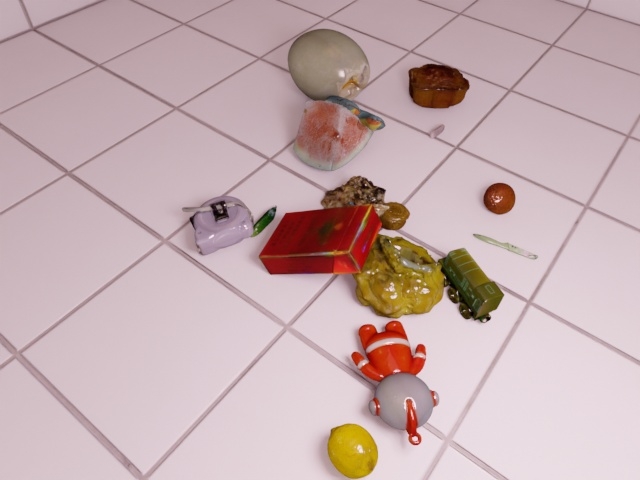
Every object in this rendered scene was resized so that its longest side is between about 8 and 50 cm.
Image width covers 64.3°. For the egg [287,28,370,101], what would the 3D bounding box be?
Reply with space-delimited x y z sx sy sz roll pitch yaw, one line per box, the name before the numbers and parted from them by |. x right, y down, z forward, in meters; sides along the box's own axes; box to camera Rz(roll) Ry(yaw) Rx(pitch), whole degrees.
egg | 0.021 -0.698 2.031 0.278 0.278 0.336 -35 64 -28

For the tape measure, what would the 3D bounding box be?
tape measure | -0.312 -0.061 1.577 0.196 0.105 0.178 -25 51 -12

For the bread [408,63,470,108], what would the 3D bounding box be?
bread | 0.481 -0.642 2.092 0.246 0.135 0.232 1 49 -1

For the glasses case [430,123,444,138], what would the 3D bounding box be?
glasses case | 0.452 -0.422 1.970 0.083 0.032 0.021 -37 61 -28

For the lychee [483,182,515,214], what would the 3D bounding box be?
lychee | 0.598 -0.146 1.692 0.140 0.101 0.114 -28 60 -28

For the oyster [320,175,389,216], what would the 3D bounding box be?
oyster | 0.107 -0.133 1.661 0.222 0.083 0.214 -16 41 9

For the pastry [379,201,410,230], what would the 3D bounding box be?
pastry | 0.235 -0.079 1.654 0.109 0.057 0.097 3 44 -2

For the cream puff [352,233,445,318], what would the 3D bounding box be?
cream puff | 0.218 0.081 1.432 0.281 0.185 0.282 -1 50 1

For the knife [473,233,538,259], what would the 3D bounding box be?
knife | 0.584 0.016 1.611 0.207 0.014 0.030 23 53 15

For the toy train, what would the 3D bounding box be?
toy train | 0.412 0.121 1.433 0.090 0.137 0.226 -18 53 -17

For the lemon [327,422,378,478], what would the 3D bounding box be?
lemon | 0.071 0.469 1.141 0.109 0.109 0.133 -32 49 -26

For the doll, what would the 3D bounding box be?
doll | 0.191 0.346 1.263 0.199 0.105 0.337 -6 42 -9

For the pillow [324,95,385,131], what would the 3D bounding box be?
pillow | 0.121 -0.474 1.900 0.233 0.086 0.214 23 1 -29

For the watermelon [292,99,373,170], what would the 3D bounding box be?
watermelon | 0.033 -0.382 1.813 0.212 0.201 0.262 21 55 27

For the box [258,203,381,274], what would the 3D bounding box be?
box | -0.001 0.001 1.470 0.313 0.089 0.197 -4 41 35

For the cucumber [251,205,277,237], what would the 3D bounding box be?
cucumber | -0.179 -0.064 1.637 0.037 0.037 0.155 25 54 18
